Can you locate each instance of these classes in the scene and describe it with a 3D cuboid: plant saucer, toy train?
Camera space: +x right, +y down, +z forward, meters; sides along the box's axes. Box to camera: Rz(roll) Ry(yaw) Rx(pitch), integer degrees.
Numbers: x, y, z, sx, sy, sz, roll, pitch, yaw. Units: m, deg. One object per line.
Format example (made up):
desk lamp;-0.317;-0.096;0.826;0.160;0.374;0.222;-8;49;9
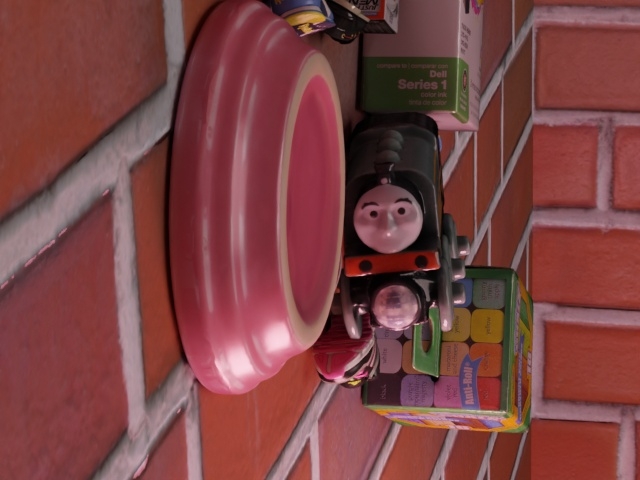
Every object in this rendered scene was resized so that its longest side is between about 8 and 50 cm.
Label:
plant saucer;-0.043;-0.035;1.594;0.332;0.084;0.332;3;90;-78
toy train;0.079;-0.019;2.011;0.334;0.142;0.190;-70;154;-73

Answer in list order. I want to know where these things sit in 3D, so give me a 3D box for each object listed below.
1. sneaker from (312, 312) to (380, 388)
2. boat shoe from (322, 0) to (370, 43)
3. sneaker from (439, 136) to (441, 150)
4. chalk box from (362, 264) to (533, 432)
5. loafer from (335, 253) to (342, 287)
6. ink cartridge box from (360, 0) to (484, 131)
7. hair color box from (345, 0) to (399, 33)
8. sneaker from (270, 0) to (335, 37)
sneaker;0.032;0.127;2.009;0.170;0.063;0.075;-64;148;-72
boat shoe;0.020;-0.225;1.946;0.042;0.049;0.133;-61;177;7
sneaker;0.103;-0.104;2.230;0.185;0.084;0.069;6;86;-81
chalk box;0.156;0.129;2.306;0.289;0.179;0.180;42;52;-75
loafer;0.000;0.000;1.894;0.039;0.045;0.125;-42;131;-82
ink cartridge box;0.124;-0.276;2.228;0.201;0.117;0.278;14;78;-77
hair color box;0.056;-0.314;2.063;0.093;0.053;0.167;20;72;-78
sneaker;-0.020;-0.216;1.726;0.144;0.053;0.059;78;-8;-88
